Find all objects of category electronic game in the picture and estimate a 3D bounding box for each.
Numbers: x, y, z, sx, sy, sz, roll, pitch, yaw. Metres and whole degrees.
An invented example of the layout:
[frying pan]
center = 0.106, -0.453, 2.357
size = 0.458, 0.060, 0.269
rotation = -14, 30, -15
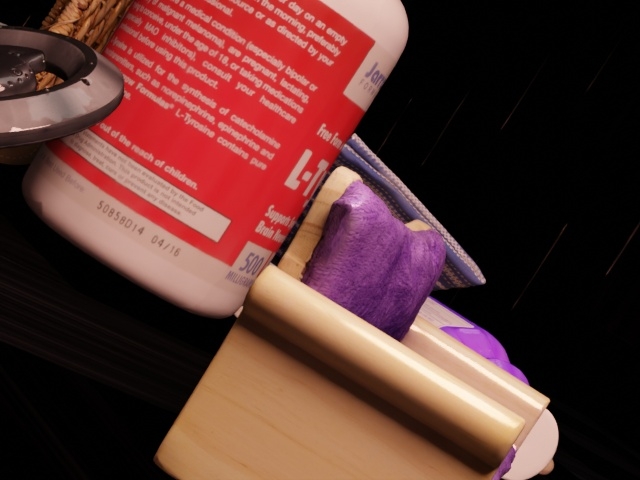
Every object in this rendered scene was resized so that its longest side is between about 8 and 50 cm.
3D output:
[electronic game]
center = -0.270, -0.121, 1.090
size = 0.229, 0.048, 0.229
rotation = 3, 26, -1

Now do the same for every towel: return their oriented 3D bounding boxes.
[towel]
center = 0.010, -0.006, 1.642
size = 0.243, 0.040, 0.336
rotation = 45, -30, -21

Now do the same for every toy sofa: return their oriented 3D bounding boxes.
[toy sofa]
center = 0.055, 0.086, 0.822
size = 0.150, 0.177, 0.362
rotation = 33, 2, 12

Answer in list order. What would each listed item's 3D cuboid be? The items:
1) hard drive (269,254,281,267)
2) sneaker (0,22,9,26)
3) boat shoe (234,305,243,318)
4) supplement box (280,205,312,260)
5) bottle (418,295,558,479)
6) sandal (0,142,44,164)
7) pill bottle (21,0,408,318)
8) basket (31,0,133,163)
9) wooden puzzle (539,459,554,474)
[hard drive]
center = -0.087, 0.028, 1.496
size = 0.255, 0.054, 0.172
rotation = 32, 3, -5
[sneaker]
center = -0.340, -0.205, 1.803
size = 0.178, 0.124, 0.295
rotation = 8, -5, 15
[boat shoe]
center = -0.001, 0.072, 1.247
size = 0.116, 0.096, 0.324
rotation = 31, 3, -21
[supplement box]
center = 0.000, 0.000, 1.517
size = 0.056, 0.083, 0.083
rotation = 32, 1, -2
[bottle]
center = 0.112, 0.128, 1.212
size = 0.092, 0.118, 0.283
rotation = 6, 11, -21
[sandal]
center = -0.358, -0.151, 1.299
size = 0.240, 0.088, 0.079
rotation = 27, 6, -5
[pill bottle]
center = -0.068, -0.154, 1.226
size = 0.229, 0.407, 0.229
rotation = 32, 3, -2
[basket]
center = -0.252, -0.222, 1.482
size = 0.213, 0.299, 0.223
rotation = 35, 3, 41
[wooden puzzle]
center = 0.129, 0.155, 1.513
size = 0.239, 0.044, 0.221
rotation = 45, -5, -37
